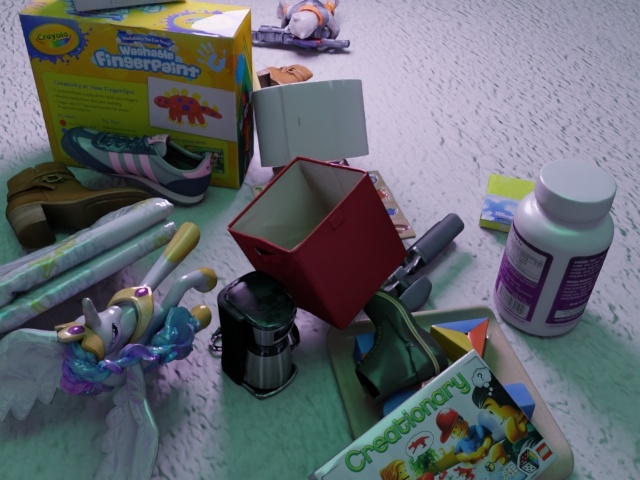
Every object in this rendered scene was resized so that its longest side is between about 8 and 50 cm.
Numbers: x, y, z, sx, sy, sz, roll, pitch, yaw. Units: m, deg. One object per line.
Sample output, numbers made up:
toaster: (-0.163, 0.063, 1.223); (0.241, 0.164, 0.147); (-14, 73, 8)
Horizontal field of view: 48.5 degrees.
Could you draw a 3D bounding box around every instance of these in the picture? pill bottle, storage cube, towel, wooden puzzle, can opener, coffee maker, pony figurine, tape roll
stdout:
pill bottle: (0.417, 0.013, 1.259); (0.169, 0.301, 0.169); (2, 41, -2)
storage cube: (0.000, 0.000, 1.191); (0.184, 0.193, 0.215); (18, 57, 46)
towel: (-0.452, 0.047, 1.197); (0.374, 0.090, 0.321); (-33, 12, -34)
wooden puzzle: (0.199, 0.239, 1.152); (0.322, 0.080, 0.347); (-6, 42, -10)
can opener: (0.204, 0.052, 1.395); (0.095, 0.076, 0.283); (50, 52, 2)
coffee maker: (-0.120, 0.147, 1.163); (0.171, 0.178, 0.120); (15, 41, 14)
pony figurine: (-0.300, 0.168, 1.038); (0.303, 0.351, 0.363); (32, 25, 7)
tape roll: (-0.021, -0.259, 1.569); (0.246, 0.169, 0.246); (-6, 7, 1)

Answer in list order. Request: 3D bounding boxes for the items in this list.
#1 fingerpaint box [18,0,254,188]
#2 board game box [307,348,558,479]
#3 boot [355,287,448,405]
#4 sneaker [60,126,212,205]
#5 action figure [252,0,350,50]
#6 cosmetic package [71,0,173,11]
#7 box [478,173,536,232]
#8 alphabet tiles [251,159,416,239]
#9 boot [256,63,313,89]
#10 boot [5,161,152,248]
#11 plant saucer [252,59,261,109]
fingerpaint box: (-0.378, -0.332, 1.557); (0.445, 0.371, 0.163); (8, 41, 6)
board game box: (0.161, 0.316, 0.992); (0.305, 0.053, 0.193); (-32, 77, -22)
boot: (0.090, 0.163, 1.137); (0.137, 0.076, 0.198); (-24, 42, -23)
sneaker: (-0.381, -0.191, 1.503); (0.319, 0.131, 0.112); (19, 40, -14)
action figure: (-0.080, -0.684, 2.139); (0.342, 0.178, 0.330); (2, 31, -5)
cosmetic package: (-0.396, -0.534, 1.445); (0.231, 0.085, 0.117); (-15, 41, -19)
box: (0.413, -0.075, 1.559); (0.109, 0.042, 0.178); (13, 42, 12)
alphabet tiles: (0.021, -0.059, 1.447); (0.285, 0.011, 0.342); (-8, 42, -14)
boot: (-0.078, -0.423, 1.912); (0.152, 0.073, 0.197); (-23, 50, -33)
boot: (-0.512, -0.092, 1.490); (0.284, 0.109, 0.220); (-21, 42, -15)
plant saucer: (-0.335, -0.407, 1.868); (0.333, 0.081, 0.332); (-6, 42, -10)
